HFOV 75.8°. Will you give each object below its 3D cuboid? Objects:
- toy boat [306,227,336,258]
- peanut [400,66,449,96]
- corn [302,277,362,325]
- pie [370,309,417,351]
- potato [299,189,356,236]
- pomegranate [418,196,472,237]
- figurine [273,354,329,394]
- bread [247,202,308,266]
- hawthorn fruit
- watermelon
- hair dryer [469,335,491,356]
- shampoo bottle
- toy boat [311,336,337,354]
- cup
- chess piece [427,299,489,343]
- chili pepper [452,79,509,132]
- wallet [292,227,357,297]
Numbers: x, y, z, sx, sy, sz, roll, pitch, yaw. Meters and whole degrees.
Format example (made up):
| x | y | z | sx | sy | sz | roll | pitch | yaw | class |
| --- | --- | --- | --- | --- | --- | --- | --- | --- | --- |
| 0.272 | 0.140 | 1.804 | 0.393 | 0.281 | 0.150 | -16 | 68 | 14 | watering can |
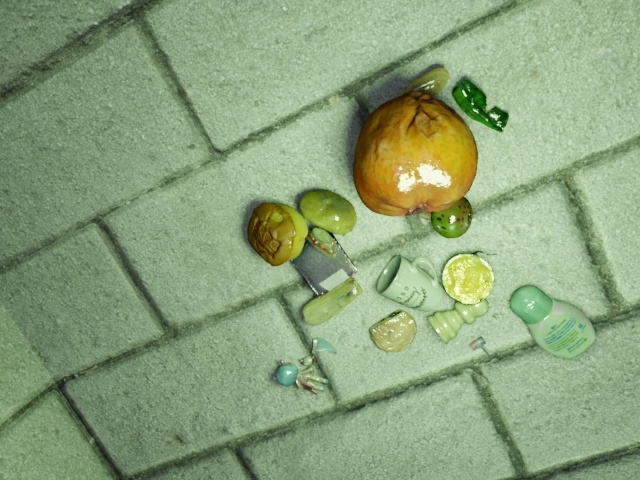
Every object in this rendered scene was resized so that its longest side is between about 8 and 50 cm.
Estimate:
| x | y | z | sx | sy | sz | roll | pitch | yaw | class |
| --- | --- | --- | --- | --- | --- | --- | --- | --- | --- |
| 0.000 | -0.001 | 1.729 | 0.185 | 0.089 | 0.071 | 42 | 146 | 12 | toy boat |
| 0.404 | -0.595 | 1.591 | 0.194 | 0.083 | 0.093 | -29 | 134 | 17 | peanut |
| 0.052 | 0.266 | 1.828 | 0.305 | 0.123 | 0.122 | -39 | 96 | 13 | corn |
| 0.339 | 0.423 | 1.871 | 0.218 | 0.052 | 0.185 | -31 | 97 | 11 | pie |
| 0.033 | -0.122 | 1.724 | 0.249 | 0.169 | 0.143 | 21 | 148 | 3 | potato |
| 0.518 | -0.103 | 1.672 | 0.180 | 0.210 | 0.179 | -9 | 112 | -22 | pomegranate |
| -0.081 | 0.640 | 1.951 | 0.260 | 0.102 | 0.205 | 22 | 108 | -9 | figurine |
| -0.185 | -0.028 | 1.732 | 0.270 | 0.148 | 0.269 | 6 | 100 | 36 | bread |
| 0.338 | -0.308 | 1.489 | 0.473 | 0.471 | 0.470 | 2 | 104 | 6 | hawthorn fruit |
| 0.616 | 0.157 | 1.728 | 0.204 | 0.127 | 0.231 | 8 | 81 | 15 | watermelon |
| 0.732 | 0.489 | 1.854 | 0.063 | 0.037 | 0.114 | -41 | 104 | 16 | hair dryer |
| 0.953 | 0.328 | 1.724 | 0.350 | 0.151 | 0.221 | 38 | 111 | -4 | shampoo bottle |
| 0.022 | 0.502 | 1.945 | 0.123 | 0.034 | 0.096 | 7 | 105 | -4 | toy boat |
| 0.402 | 0.172 | 1.717 | 0.234 | 0.186 | 0.258 | 27 | 133 | -7 | cup |
| 0.607 | 0.322 | 1.781 | 0.251 | 0.144 | 0.144 | -36 | 98 | 7 | chess piece |
| 0.617 | -0.514 | 1.588 | 0.253 | 0.083 | 0.099 | 37 | 96 | -7 | chili pepper |
| 0.005 | 0.088 | 1.797 | 0.221 | 0.071 | 0.262 | -37 | 81 | 10 | wallet |
